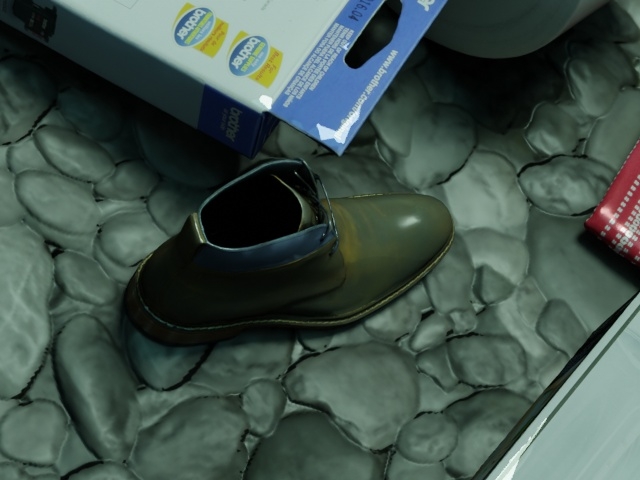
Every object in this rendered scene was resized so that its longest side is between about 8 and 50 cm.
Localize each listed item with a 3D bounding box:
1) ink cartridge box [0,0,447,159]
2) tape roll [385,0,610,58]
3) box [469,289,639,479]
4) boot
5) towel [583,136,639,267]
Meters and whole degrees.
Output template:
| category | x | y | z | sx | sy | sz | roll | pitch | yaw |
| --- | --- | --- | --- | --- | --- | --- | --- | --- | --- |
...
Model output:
| category | x | y | z | sx | sy | sz | roll | pitch | yaw |
| --- | --- | --- | --- | --- | --- | --- | --- | --- | --- |
| ink cartridge box | -0.083 | -0.173 | 1.139 | 0.311 | 0.065 | 0.185 | 28 | 57 | 9 |
| tape roll | 0.129 | -0.261 | 1.181 | 0.169 | 0.246 | 0.246 | -34 | 80 | -31 |
| box | 0.163 | 0.179 | 1.059 | 0.169 | 0.087 | 0.290 | 43 | 58 | 5 |
| boot | 0.000 | 0.000 | 1.080 | 0.219 | 0.106 | 0.082 | -17 | 71 | -26 |
| towel | 0.329 | 0.005 | 1.244 | 0.275 | 0.031 | 0.199 | 36 | 58 | 0 |
